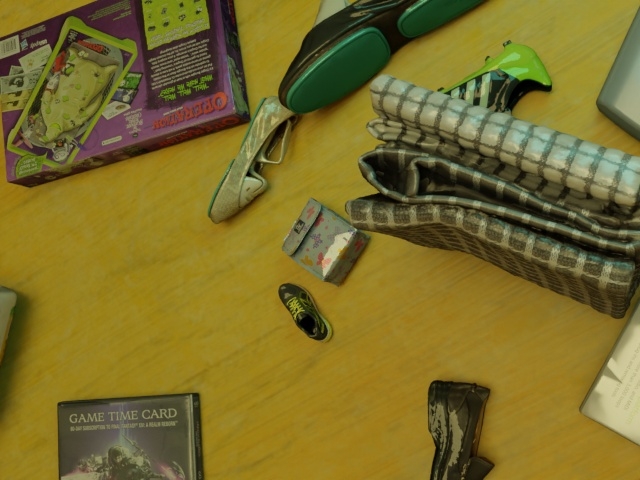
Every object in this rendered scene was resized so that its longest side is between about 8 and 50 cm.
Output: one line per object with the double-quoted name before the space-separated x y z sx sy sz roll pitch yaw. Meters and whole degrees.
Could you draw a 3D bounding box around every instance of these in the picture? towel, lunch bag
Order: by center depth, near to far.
"towel" 0.169 -0.021 0.674 0.235 0.283 0.121 23 93 24
"lunch bag" 0.000 0.000 0.863 0.083 0.053 0.071 37 96 31

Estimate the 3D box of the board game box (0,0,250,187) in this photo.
"board game box" -0.264 -0.209 0.999 0.347 0.056 0.208 -12 75 20

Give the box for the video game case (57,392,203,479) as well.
"video game case" -0.227 0.326 0.927 0.196 0.026 0.274 -8 79 21

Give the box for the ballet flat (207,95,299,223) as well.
"ballet flat" -0.076 -0.088 0.904 0.052 0.057 0.168 27 94 13

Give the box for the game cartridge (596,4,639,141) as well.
"game cartridge" 0.425 -0.141 0.713 0.297 0.062 0.198 25 88 22

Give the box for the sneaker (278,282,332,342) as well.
"sneaker" -0.020 0.078 0.869 0.031 0.035 0.083 -47 70 9

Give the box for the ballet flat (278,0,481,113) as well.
"ballet flat" 0.064 -0.246 0.855 0.280 0.095 0.096 -31 63 5

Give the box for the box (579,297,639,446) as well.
"box" 0.428 0.131 0.673 0.322 0.058 0.232 28 94 21

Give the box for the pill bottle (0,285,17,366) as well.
"pill bottle" -0.484 0.171 0.987 0.136 0.136 0.246 12 88 23

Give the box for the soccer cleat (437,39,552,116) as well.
"soccer cleat" 0.158 -0.134 0.814 0.179 0.060 0.072 -36 73 11

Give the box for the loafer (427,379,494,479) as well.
"loafer" 0.142 0.225 0.774 0.061 0.062 0.170 -4 83 16
